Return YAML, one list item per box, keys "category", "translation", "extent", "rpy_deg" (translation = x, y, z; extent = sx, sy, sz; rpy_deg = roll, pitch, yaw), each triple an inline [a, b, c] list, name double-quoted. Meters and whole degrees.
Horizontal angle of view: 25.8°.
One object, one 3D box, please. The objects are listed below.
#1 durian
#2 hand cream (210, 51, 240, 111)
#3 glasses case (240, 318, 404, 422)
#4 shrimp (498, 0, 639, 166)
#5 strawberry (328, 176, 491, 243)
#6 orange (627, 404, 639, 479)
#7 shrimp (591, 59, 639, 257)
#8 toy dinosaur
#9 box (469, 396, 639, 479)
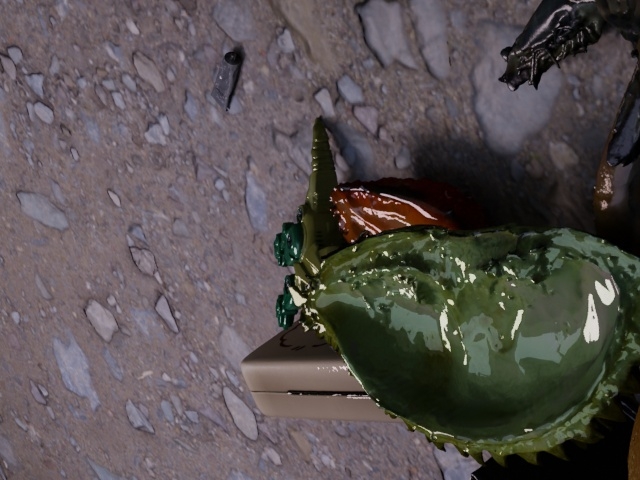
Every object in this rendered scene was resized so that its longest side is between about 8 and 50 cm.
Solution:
- category: "durian"
  translation: [0.142, 0.089, 1.261]
  extent: [0.394, 0.163, 0.198]
  rpy_deg: [6, 140, 33]
- category: "hand cream"
  translation: [-0.110, -0.184, 1.603]
  extent: [0.030, 0.019, 0.093]
  rpy_deg: [47, 145, 16]
- category: "glasses case"
  translation: [0.061, 0.133, 1.537]
  extent: [0.336, 0.144, 0.076]
  rpy_deg: [-7, 111, 50]
- category: "shrimp"
  translation: [0.214, -0.135, 1.161]
  extent: [0.262, 0.051, 0.198]
  rpy_deg: [141, 136, -58]
- category: "strawberry"
  translation: [0.107, -0.006, 1.423]
  extent: [0.192, 0.085, 0.140]
  rpy_deg: [-1, 111, 44]
- category: "orange"
  translation: [0.377, 0.173, 1.098]
  extent: [0.274, 0.274, 0.274]
  rpy_deg: [29, 136, 33]
- category: "shrimp"
  translation: [0.296, -0.095, 1.172]
  extent: [0.066, 0.117, 0.262]
  rpy_deg: [-114, 29, -60]
- category: "toy dinosaur"
  translation: [0.000, 0.000, 1.527]
  extent: [0.153, 0.094, 0.259]
  rpy_deg: [142, 124, -63]
- category: "box"
  translation: [0.297, 0.348, 1.370]
  extent: [0.345, 0.204, 0.251]
  rpy_deg: [39, 140, 23]
